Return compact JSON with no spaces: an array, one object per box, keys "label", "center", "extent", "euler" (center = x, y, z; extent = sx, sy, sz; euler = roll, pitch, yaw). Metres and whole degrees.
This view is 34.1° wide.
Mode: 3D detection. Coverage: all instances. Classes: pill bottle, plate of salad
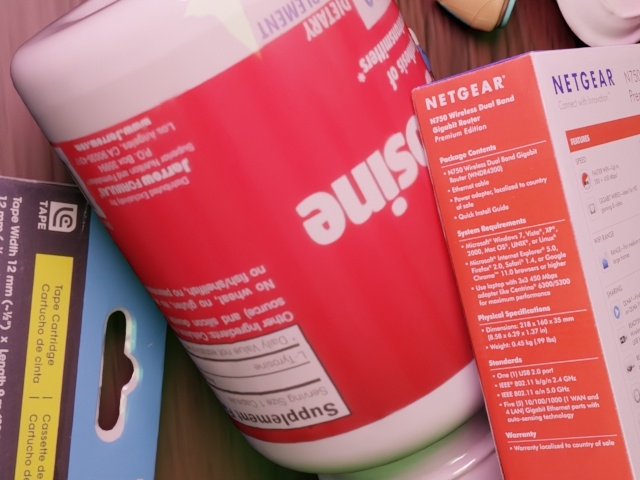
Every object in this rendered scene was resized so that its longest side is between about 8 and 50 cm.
[{"label":"pill bottle","center":[0.000,0.000,0.693],"extent":[0.229,0.229,0.408],"euler":[-36,112,-15]},{"label":"plate of salad","center":[0.246,-0.260,0.875],"extent":[0.199,0.048,0.200],"euler":[-12,109,-39]}]

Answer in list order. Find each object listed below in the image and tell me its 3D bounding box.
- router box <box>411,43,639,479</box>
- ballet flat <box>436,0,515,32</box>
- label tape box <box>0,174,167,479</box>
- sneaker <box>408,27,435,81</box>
[{"label":"router box","center":[0.215,0.023,0.701],"extent":[0.335,0.082,0.301],"euler":[-15,92,-51]},{"label":"ballet flat","center":[0.157,-0.284,0.854],"extent":[0.073,0.080,0.232],"euler":[23,79,2]},{"label":"label tape box","center":[-0.276,0.077,0.673],"extent":[0.347,0.115,0.249],"euler":[8,85,-39]},{"label":"sneaker","center":[0.028,-0.100,0.812],"extent":[0.152,0.058,0.085],"euler":[-28,87,-23]}]
